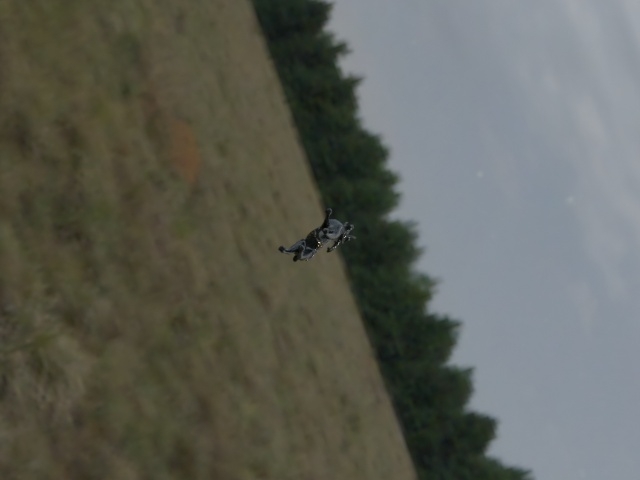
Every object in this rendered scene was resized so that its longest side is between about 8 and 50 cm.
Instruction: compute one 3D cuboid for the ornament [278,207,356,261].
[{"bbox_3d":[0.000,0.000,1.484,0.028,0.073,0.125,53,7,11],"label":"ornament"}]
